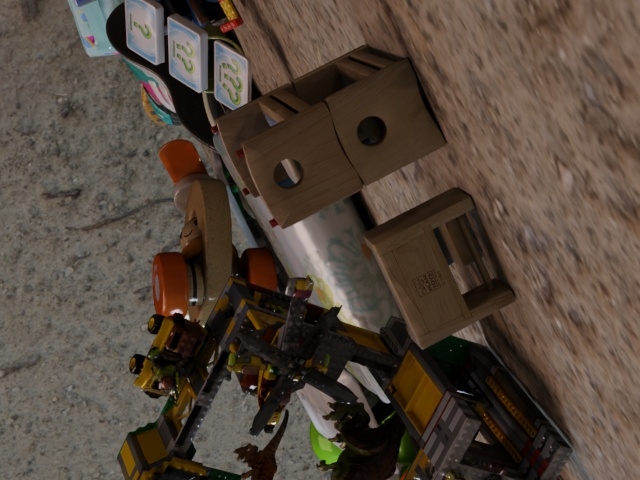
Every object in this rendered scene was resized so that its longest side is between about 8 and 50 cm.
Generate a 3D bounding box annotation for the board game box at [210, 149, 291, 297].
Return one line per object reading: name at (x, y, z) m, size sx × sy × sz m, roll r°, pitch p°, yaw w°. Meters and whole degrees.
board game box at (-0.058, 0.011, 2.245) m, size 0.390 × 0.050 × 0.390 m, roll -110°, pitch -4°, yaw -69°

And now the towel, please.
towel at (0.000, 0.000, 1.714) m, size 0.320 × 0.090 × 0.374 m, roll 61°, pitch 175°, yaw -8°

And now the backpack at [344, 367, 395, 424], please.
backpack at (0.019, 0.147, 2.028) m, size 0.182 × 0.115 × 0.152 m, roll 55°, pitch 158°, yaw -19°

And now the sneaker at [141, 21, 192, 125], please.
sneaker at (-0.232, -0.307, 2.300) m, size 0.296 × 0.112 × 0.131 m, roll 93°, pitch 178°, yaw -53°

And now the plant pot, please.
plant pot at (-0.140, -0.242, 1.954) m, size 0.079 × 0.083 × 0.083 m, roll -103°, pitch -7°, yaw -49°

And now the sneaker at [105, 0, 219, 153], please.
sneaker at (-0.166, -0.197, 2.149) m, size 0.295 × 0.124 × 0.178 m, roll 47°, pitch 180°, yaw 24°

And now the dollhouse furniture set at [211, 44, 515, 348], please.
dollhouse furniture set at (0.026, -0.022, 1.089) m, size 0.183 × 0.129 × 0.129 m, roll 64°, pitch 175°, yaw -15°

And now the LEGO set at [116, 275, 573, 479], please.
LEGO set at (0.022, 0.175, 1.155) m, size 0.331 × 0.255 × 0.192 m, roll 28°, pitch -167°, yaw -28°

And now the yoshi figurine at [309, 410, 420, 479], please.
yoshi figurine at (0.069, 0.318, 2.141) m, size 0.362 × 0.203 × 0.203 m, roll -127°, pitch 27°, yaw -74°

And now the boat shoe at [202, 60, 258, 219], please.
boat shoe at (-0.082, -0.139, 1.964) m, size 0.079 × 0.084 × 0.233 m, roll -47°, pitch 57°, yaw 46°

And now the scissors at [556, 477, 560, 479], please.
scissors at (0.190, 0.227, 1.357) m, size 0.109 × 0.021 × 0.297 m, roll 59°, pitch 175°, yaw 19°

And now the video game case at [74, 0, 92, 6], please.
video game case at (-0.266, -0.418, 1.776) m, size 0.269 × 0.061 × 0.244 m, roll 64°, pitch -158°, yaw -9°

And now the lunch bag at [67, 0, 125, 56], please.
lunch bag at (-0.320, -0.410, 2.303) m, size 0.279 × 0.108 × 0.224 m, roll 78°, pitch -174°, yaw -62°

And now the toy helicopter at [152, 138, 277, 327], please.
toy helicopter at (-0.163, 0.022, 1.994) m, size 0.355 × 0.140 × 0.235 m, roll 122°, pitch 142°, yaw -66°

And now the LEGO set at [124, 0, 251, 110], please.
LEGO set at (-0.145, -0.248, 1.558) m, size 0.182 × 0.060 × 0.244 m, roll 34°, pitch 140°, yaw 27°

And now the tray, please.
tray at (0.012, 0.202, 1.909) m, size 0.145 × 0.030 × 0.270 m, roll 35°, pitch 162°, yaw 32°

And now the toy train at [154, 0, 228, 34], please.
toy train at (-0.166, -0.306, 1.673) m, size 0.184 × 0.105 × 0.080 m, roll 64°, pitch 175°, yaw -7°
